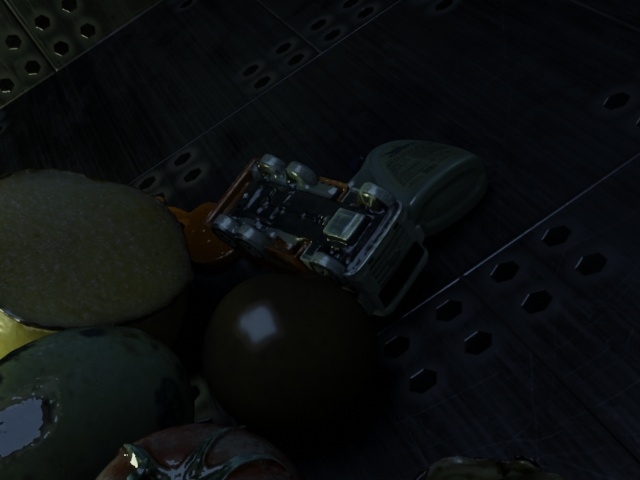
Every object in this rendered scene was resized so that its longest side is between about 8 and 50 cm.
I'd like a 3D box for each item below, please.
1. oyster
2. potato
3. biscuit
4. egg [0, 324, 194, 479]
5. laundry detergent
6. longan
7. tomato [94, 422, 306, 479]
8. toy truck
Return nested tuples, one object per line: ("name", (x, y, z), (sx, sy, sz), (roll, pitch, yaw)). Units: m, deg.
("oyster", (0.200, 0.350, 1.292), (0.294, 0.094, 0.166), (-2, 61, 24))
("potato", (-0.443, 0.106, 1.915), (0.385, 0.319, 0.442), (-12, 48, -30))
("biscuit", (-0.281, 0.002, 2.153), (0.324, 0.049, 0.205), (6, 47, 35))
("egg", (-0.371, 0.311, 1.567), (0.428, 0.345, 0.345), (-40, 33, -17))
("laundry detergent", (0.134, -0.100, 1.884), (0.215, 0.105, 0.280), (-37, 33, -27))
("longan", (-0.047, 0.164, 1.578), (0.258, 0.258, 0.258), (-22, 34, 16))
("tomato", (-0.153, 0.382, 1.336), (0.316, 0.283, 0.317), (-7, 38, 6))
("toy truck", (0.000, 0.000, 1.791), (0.387, 0.207, 0.173), (20, 67, 46))
